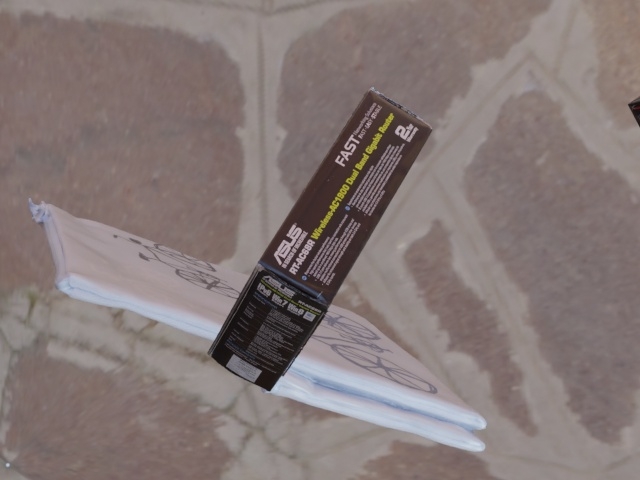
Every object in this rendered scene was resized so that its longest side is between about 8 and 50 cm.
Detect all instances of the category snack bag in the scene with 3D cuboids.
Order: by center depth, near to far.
[{"bbox_3d":[-0.067,0.062,1.069,0.342,0.323,0.037,21,95,-18],"label":"snack bag"}]

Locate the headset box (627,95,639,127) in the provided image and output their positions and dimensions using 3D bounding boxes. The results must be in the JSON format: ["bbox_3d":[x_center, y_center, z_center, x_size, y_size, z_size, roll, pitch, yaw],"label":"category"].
[{"bbox_3d":[0.300,-0.088,1.104,0.032,0.062,0.083,-35,100,-22],"label":"headset box"}]

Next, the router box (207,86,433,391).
[{"bbox_3d":[0.000,0.000,0.635,0.038,0.092,0.122,31,55,0],"label":"router box"}]
